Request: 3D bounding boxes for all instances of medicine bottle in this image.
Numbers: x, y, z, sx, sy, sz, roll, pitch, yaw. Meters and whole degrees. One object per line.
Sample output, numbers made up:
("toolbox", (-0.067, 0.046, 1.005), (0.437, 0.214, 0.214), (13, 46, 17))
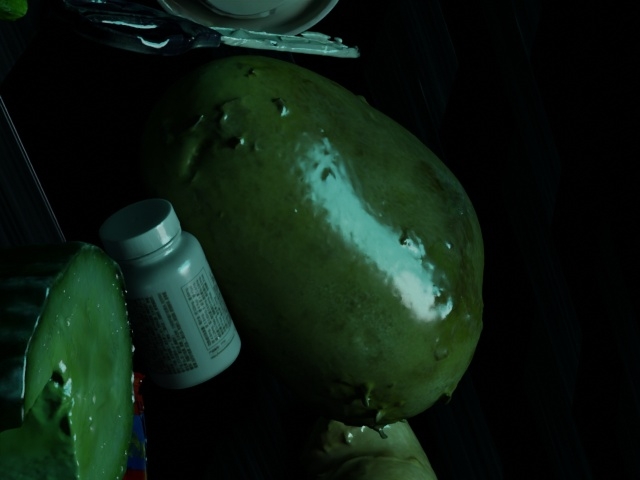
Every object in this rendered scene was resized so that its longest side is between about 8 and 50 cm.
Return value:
("medicine bottle", (-0.122, 0.042, 1.538), (0.079, 0.079, 0.140), (-70, 144, -56))

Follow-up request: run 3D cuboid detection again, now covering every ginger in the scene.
("ginger", (0.041, 0.248, 1.812), (0.152, 0.138, 0.267), (46, 23, -34))

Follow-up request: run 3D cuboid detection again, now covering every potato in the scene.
("potato", (-0.002, -0.015, 1.663), (0.359, 0.219, 0.269), (50, 27, -22))

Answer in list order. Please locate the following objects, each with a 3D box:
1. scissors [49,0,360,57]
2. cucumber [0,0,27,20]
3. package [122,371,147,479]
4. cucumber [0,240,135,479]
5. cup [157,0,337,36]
("scissors", (-0.080, -0.168, 1.584), (0.300, 0.109, 0.022), (1, 115, -39))
("cucumber", (-0.252, -0.182, 1.359), (0.155, 0.037, 0.037), (19, 63, -70))
("package", (-0.149, 0.196, 1.470), (0.083, 0.022, 0.200), (25, 59, -67))
("cucumber", (-0.200, 0.092, 1.245), (0.191, 0.130, 0.191), (-3, 90, -70))
("cup", (-0.083, -0.323, 1.740), (0.241, 0.185, 0.226), (32, 36, -23))
